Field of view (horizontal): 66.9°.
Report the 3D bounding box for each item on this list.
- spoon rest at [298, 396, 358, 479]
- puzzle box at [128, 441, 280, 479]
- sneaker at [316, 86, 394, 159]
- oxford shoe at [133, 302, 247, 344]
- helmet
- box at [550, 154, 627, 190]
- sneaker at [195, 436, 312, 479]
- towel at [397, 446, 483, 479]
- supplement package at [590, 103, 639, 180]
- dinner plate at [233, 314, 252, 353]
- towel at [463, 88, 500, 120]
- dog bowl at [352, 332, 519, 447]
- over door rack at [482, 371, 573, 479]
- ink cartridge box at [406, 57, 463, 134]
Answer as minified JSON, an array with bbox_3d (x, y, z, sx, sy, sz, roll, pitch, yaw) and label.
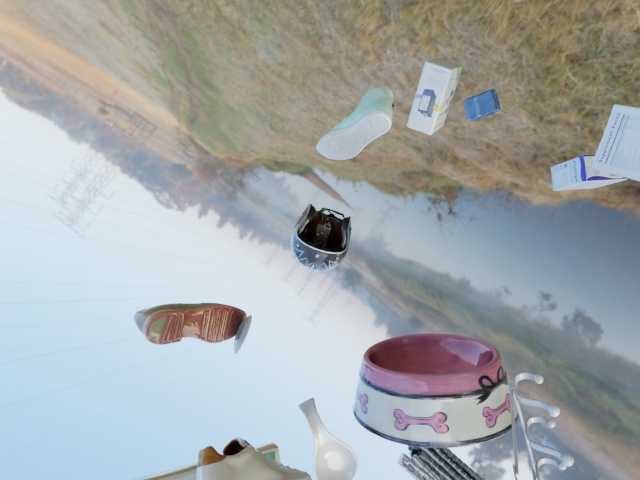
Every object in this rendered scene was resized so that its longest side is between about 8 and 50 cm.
[{"bbox_3d":[0.016,0.615,1.451,0.277,0.137,0.084,64,172,0],"label":"spoon rest"},{"bbox_3d":[-0.275,0.652,1.105,0.408,0.272,0.052,-5,175,-23],"label":"puzzle box"},{"bbox_3d":[0.102,-0.325,1.343,0.255,0.151,0.094,-21,131,41],"label":"sneaker"},{"bbox_3d":[-0.426,0.258,1.631,0.146,0.141,0.396,20,-175,43],"label":"oxford shoe"},{"bbox_3d":[0.000,0.000,1.266,0.169,0.162,0.169,17,172,3],"label":"helmet"},{"bbox_3d":[0.727,-0.184,1.318,0.126,0.072,0.137,-4,176,-10],"label":"box"},{"bbox_3d":[-0.125,0.463,0.989,0.290,0.106,0.123,28,-143,-45],"label":"sneaker"},{"bbox_3d":[0.356,0.666,1.345,0.283,0.121,0.235,36,164,22],"label":"towel"},{"bbox_3d":[0.691,-0.170,0.933,0.133,0.139,0.244,-2,-157,-35],"label":"supplement package"},{"bbox_3d":[-0.270,0.319,1.657,0.017,0.141,0.141,24,-178,-15],"label":"dinner plate"},{"bbox_3d":[0.464,-0.389,1.394,0.119,0.029,0.067,-2,102,67],"label":"towel"},{"bbox_3d":[0.280,0.351,1.223,0.407,0.151,0.408,-5,-175,0],"label":"dog bowl"},{"bbox_3d":[0.407,0.434,0.897,0.324,0.108,0.240,-36,-70,-54],"label":"over door rack"},{"bbox_3d":[0.371,-0.468,1.573,0.093,0.213,0.154,26,-148,18],"label":"ink cartridge box"}]
